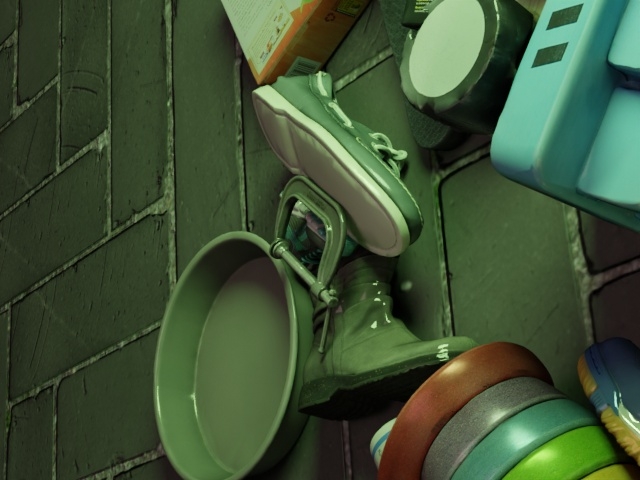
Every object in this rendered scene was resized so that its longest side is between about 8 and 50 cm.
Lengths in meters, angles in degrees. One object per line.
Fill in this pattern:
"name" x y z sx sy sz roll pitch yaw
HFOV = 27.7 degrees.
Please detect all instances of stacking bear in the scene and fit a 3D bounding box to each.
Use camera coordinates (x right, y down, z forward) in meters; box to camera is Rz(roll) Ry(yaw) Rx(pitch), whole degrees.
"stacking bear" 0.190 0.224 0.967 0.175 0.164 0.289 -34 52 -14

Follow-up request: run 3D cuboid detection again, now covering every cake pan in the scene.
"cake pan" -0.095 0.137 1.470 0.293 0.054 0.293 -20 64 50

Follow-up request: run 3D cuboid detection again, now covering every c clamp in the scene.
"c clamp" -0.016 0.013 1.299 0.160 0.022 0.137 51 130 52

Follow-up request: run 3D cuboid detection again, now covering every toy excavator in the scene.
"toy excavator" 0.262 -0.069 0.861 0.445 0.222 0.433 23 93 55

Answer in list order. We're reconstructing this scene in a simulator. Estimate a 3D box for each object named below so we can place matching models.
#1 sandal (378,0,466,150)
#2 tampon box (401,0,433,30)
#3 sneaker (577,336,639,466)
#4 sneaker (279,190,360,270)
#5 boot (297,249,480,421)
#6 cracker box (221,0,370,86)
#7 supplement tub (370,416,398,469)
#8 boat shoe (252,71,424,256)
"sandal" 0.111 -0.212 1.304 0.097 0.054 0.254 -22 72 57
"tampon box" 0.163 -0.257 1.175 0.101 0.120 0.161 16 93 54
"sneaker" 0.303 0.146 0.904 0.131 0.112 0.296 -49 43 8
"sneaker" 0.000 0.000 1.377 0.166 0.065 0.076 -136 51 -66
"boot" 0.060 0.077 1.260 0.246 0.083 0.161 -21 58 48
"cracker box" -0.041 -0.303 1.515 0.155 0.067 0.232 -51 44 31
"supplement tub" 0.094 0.217 1.174 0.071 0.071 0.107 -55 42 29
"boat shoe" 0.032 -0.093 1.316 0.319 0.099 0.116 46 156 52
